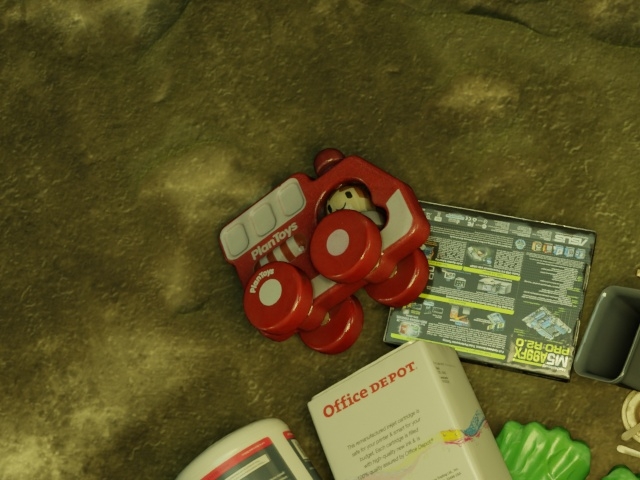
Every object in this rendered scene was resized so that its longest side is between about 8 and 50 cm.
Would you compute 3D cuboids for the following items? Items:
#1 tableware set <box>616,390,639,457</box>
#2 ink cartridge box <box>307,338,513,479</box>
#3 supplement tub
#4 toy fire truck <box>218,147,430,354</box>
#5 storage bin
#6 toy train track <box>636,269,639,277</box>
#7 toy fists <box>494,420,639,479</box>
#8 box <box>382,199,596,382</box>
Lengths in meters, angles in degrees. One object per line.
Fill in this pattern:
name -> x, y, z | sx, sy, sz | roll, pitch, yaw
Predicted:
tableware set -> 0.511, 0.255, 1.639 | 0.194, 0.039, 0.128 | 14, 81, 13
ink cartridge box -> 0.131, 0.301, 1.612 | 0.201, 0.117, 0.278 | -32, 65, 24
supplement tub -> -0.062, 0.399, 1.633 | 0.191, 0.191, 0.272 | -35, 74, 1
toy fire truck -> 0.000, 0.000, 1.706 | 0.302, 0.169, 0.254 | -38, 56, 20
storage bin -> 0.420, 0.143, 1.649 | 0.098, 0.091, 0.135 | 10, 73, 53
toy train track -> 0.490, 0.058, 1.699 | 0.083, 0.014, 0.048 | 15, 74, 7
toy fists -> 0.356, 0.345, 1.620 | 0.279, 0.096, 0.142 | 29, 100, 15
box -> 0.243, 0.071, 1.717 | 0.270, 0.060, 0.216 | 10, 81, 13
